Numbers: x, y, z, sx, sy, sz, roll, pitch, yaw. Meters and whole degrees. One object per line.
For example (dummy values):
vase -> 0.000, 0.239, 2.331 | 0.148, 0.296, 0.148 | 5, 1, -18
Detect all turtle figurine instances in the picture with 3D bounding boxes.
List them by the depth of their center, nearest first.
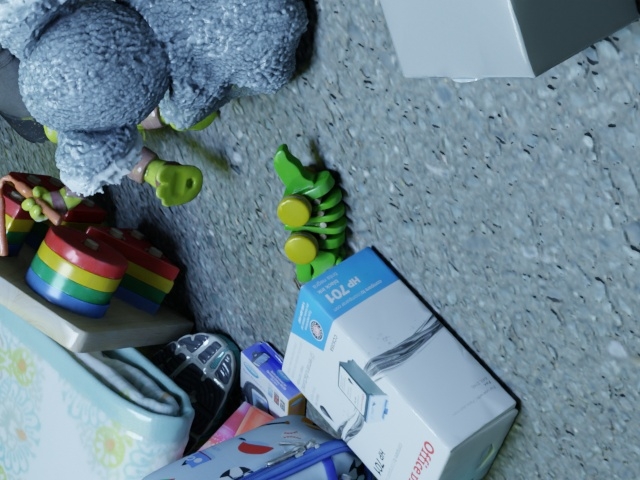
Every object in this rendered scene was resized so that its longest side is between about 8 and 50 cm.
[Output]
turtle figurine -> -0.204, -0.091, 1.326 | 0.217, 0.269, 0.087 | 15, 171, 38

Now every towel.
towel -> -0.301, 0.229, 1.513 | 0.374, 0.090, 0.320 | 34, 119, 36

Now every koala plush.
koala plush -> -0.145, -0.156, 1.090 | 0.203, 0.221, 0.196 | 12, 126, 55

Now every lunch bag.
lunch bag -> -0.045, 0.312, 1.233 | 0.115, 0.243, 0.303 | 20, 121, 52

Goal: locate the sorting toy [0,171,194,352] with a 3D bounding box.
sorting toy -> -0.276, 0.011, 1.474 | 0.255, 0.257, 0.089 | 31, 99, 17

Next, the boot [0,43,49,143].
boot -> -0.408, -0.243, 1.476 | 0.338, 0.118, 0.223 | 21, 160, 40

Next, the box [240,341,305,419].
box -> -0.051, 0.169, 1.451 | 0.081, 0.028, 0.136 | 42, 149, 31

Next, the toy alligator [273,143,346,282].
toy alligator -> 0.000, 0.000, 1.187 | 0.051, 0.056, 0.189 | -2, 123, 14

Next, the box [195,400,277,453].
box -> -0.063, 0.340, 1.463 | 0.142, 0.154, 0.300 | 26, 141, 26

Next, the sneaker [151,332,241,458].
sneaker -> -0.152, 0.201, 1.566 | 0.107, 0.110, 0.275 | 44, 130, 22

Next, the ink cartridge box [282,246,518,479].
ink cartridge box -> 0.062, 0.123, 1.164 | 0.190, 0.082, 0.139 | 48, 150, 24

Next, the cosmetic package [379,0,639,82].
cosmetic package -> 0.083, -0.217, 0.790 | 0.127, 0.107, 0.238 | 13, 130, 54
